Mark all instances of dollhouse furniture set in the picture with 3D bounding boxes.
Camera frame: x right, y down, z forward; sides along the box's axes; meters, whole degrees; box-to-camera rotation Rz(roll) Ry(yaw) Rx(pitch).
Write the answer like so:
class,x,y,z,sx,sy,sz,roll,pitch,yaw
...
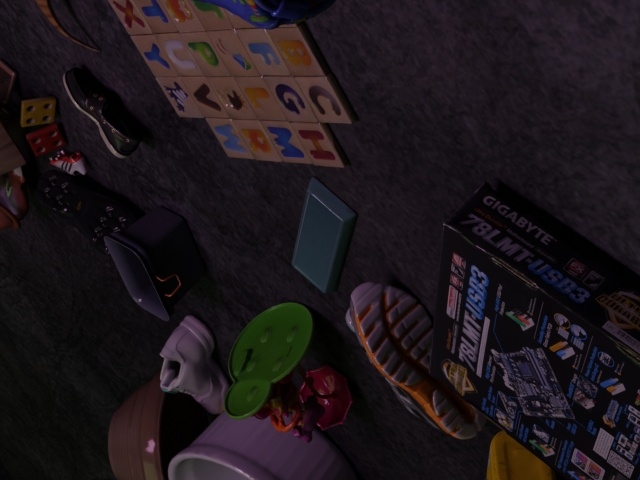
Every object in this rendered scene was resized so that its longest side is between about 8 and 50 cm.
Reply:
class,x,y,z,sx,sy,sz,roll,pitch,yaw
dollhouse furniture set,-0.507,-0.233,2.065,0.182,0.101,0.161,40,130,17

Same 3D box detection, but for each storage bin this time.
class,x,y,z,sx,sy,sz,roll,pitch,yaw
storage bin,-0.210,0.026,1.921,0.098,0.091,0.135,25,148,40

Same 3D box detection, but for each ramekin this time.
class,x,y,z,sx,sy,sz,roll,pitch,yaw
ramekin,-0.073,0.363,2.098,0.277,0.135,0.277,26,144,21

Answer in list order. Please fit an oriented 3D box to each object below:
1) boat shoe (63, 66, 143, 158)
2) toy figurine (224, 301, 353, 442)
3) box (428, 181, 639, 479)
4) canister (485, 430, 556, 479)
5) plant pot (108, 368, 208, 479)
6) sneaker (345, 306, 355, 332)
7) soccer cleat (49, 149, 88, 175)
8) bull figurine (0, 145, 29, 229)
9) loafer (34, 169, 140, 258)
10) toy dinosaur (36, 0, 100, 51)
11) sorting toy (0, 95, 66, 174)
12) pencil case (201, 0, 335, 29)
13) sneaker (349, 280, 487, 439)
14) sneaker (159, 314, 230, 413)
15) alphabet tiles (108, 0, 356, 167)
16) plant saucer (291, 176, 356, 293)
class,x,y,z,sx,sy,sz,roll,pitch,yaw
boat shoe,-0.269,-0.166,1.796,0.133,0.049,0.042,53,128,5
toy figurine,-0.027,0.193,1.819,0.130,0.173,0.159,-6,138,40
box,0.238,0.123,1.356,0.293,0.073,0.296,37,154,23
canister,0.220,0.301,1.601,0.170,0.073,0.126,88,178,-52
plant pot,-0.258,0.317,2.238,0.109,0.237,0.237,-5,134,14
sneaker,0.070,0.106,1.644,0.098,0.038,0.069,44,156,8
soccer cleat,-0.356,-0.108,2.037,0.083,0.029,0.036,2,126,52
bull figurine,-0.560,-0.146,2.226,0.310,0.101,0.188,40,153,18
loafer,-0.306,-0.032,2.028,0.223,0.076,0.078,32,-173,27
toy dinosaur,-0.333,-0.301,1.671,0.112,0.064,0.211,34,152,26
sorting toy,-0.483,-0.134,1.975,0.132,0.274,0.046,70,176,-59
pencil case,-0.106,-0.265,1.273,0.306,0.119,0.133,21,107,45
sneaker,0.096,0.136,1.600,0.215,0.084,0.083,54,160,-16
sneaker,-0.199,0.205,2.165,0.080,0.094,0.212,29,150,32
alphabet tiles,-0.104,-0.198,1.513,0.342,0.011,0.285,9,135,54
plant saucer,0.000,0.000,1.630,0.067,0.018,0.192,41,154,14
